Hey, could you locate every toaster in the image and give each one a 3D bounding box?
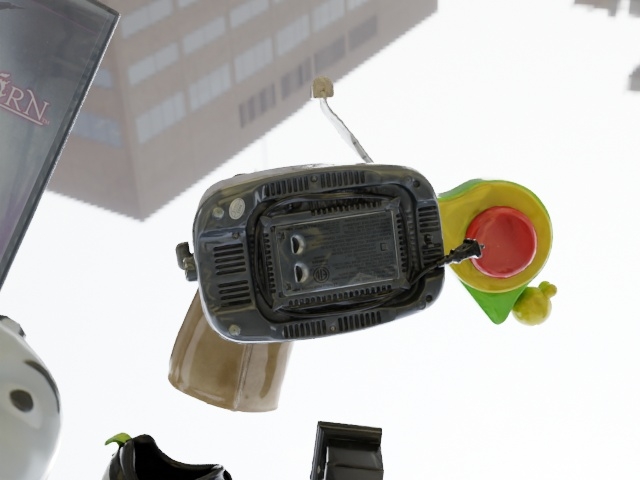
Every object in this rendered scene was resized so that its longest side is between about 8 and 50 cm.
[{"bbox_3d":[0.000,0.000,0.886,0.227,0.129,0.146,-10,-170,-10],"label":"toaster"}]

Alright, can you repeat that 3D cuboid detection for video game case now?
[{"bbox_3d":[-0.260,-0.058,0.658,0.196,0.274,0.026,26,170,-25],"label":"video game case"}]

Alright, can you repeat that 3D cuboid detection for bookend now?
[{"bbox_3d":[0.022,0.290,1.131,0.072,0.156,0.157,7,-164,-2],"label":"bookend"}]

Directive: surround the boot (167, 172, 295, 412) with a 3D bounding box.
[{"bbox_3d":[-0.027,0.077,1.201,0.236,0.269,0.089,21,-149,6],"label":"boot"}]

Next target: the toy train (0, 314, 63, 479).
[{"bbox_3d":[-0.196,0.145,0.358,0.142,0.334,0.190,37,-142,-10],"label":"toy train"}]

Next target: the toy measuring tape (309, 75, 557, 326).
[{"bbox_3d":[0.130,-0.054,1.083,0.121,0.330,0.121,-38,-171,7],"label":"toy measuring tape"}]

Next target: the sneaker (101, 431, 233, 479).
[{"bbox_3d":[-0.091,0.236,0.907,0.235,0.097,0.084,26,-157,17],"label":"sneaker"}]
